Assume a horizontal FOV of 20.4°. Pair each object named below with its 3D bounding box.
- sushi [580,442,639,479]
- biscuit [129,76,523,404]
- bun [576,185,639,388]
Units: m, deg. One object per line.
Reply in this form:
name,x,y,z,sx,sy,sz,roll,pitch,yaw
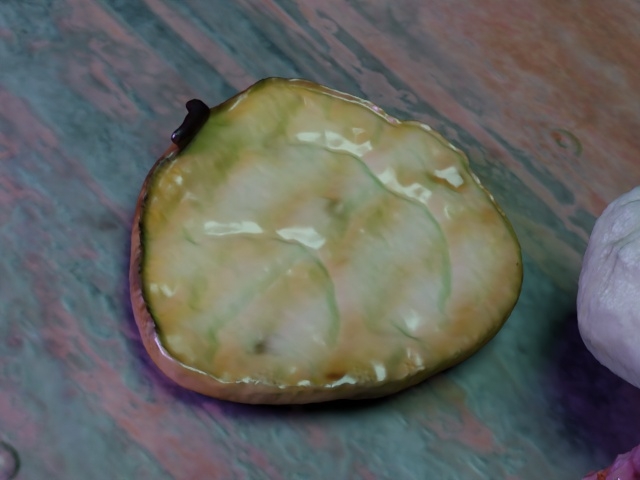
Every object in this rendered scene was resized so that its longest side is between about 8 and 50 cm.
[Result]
sushi,0.207,0.178,0.778,0.270,0.171,0.236,9,46,-13
biscuit,-0.003,0.003,0.935,0.203,0.041,0.260,41,45,9
bun,0.234,0.031,0.926,0.195,0.118,0.195,18,9,-3
